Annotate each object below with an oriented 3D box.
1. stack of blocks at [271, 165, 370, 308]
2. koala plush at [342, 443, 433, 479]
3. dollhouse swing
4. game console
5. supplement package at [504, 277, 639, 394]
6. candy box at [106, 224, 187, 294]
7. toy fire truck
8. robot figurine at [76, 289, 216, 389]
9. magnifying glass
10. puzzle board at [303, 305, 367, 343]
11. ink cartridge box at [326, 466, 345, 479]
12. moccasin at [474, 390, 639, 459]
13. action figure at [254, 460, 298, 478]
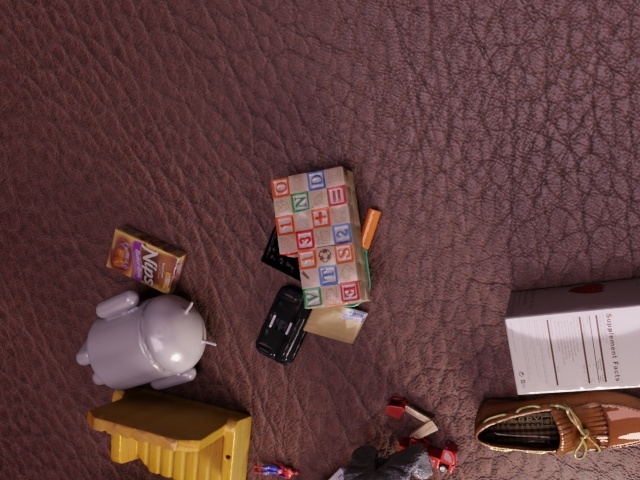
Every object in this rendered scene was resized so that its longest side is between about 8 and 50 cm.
[{"bbox_3d":[0.000,0.000,1.687,0.171,0.087,0.297,-10,83,18],"label":"stack of blocks"},{"bbox_3d":[0.154,0.610,1.737,0.196,0.203,0.221,-8,100,25],"label":"koala plush"},{"bbox_3d":[-0.394,0.540,1.901,0.347,0.305,0.315,11,108,14],"label":"dollhouse swing"},{"bbox_3d":[-0.065,0.132,1.820,0.213,0.044,0.361,27,110,9],"label":"game console"},{"bbox_3d":[0.546,0.194,1.561,0.293,0.177,0.175,-8,102,20],"label":"supplement package"},{"bbox_3d":[-0.440,0.048,1.916,0.187,0.053,0.109,23,110,10],"label":"candy box"},{"bbox_3d":[0.241,0.463,1.807,0.192,0.047,0.135,16,109,14],"label":"toy fire truck"},{"bbox_3d":[-0.434,0.251,1.889,0.354,0.199,0.300,-18,122,22],"label":"robot figurine"},{"bbox_3d":[0.088,0.040,1.722,0.092,0.026,0.230,18,93,0],"label":"magnifying glass"},{"bbox_3d":[0.035,0.190,1.791,0.128,0.011,0.096,17,117,-14],"label":"puzzle board"},{"bbox_3d":[0.066,0.765,1.900,0.307,0.072,0.303,-47,70,23],"label":"ink cartridge box"},{"bbox_3d":[0.524,0.401,1.642,0.380,0.147,0.139,0,105,18],"label":"moccasin"},{"bbox_3d":[-0.114,0.597,1.972,0.115,0.030,0.038,6,112,12],"label":"action figure"}]
